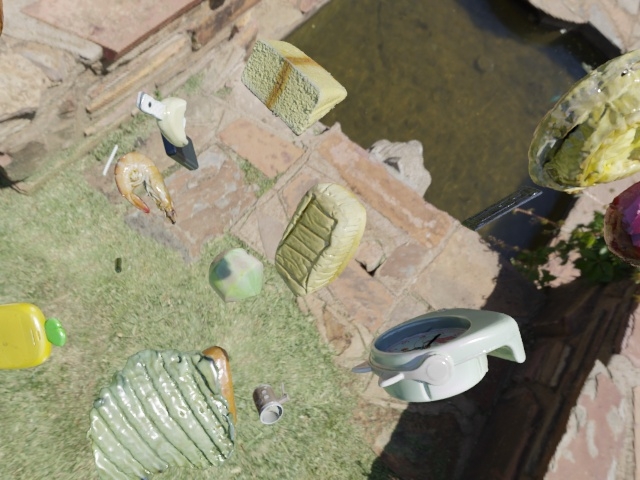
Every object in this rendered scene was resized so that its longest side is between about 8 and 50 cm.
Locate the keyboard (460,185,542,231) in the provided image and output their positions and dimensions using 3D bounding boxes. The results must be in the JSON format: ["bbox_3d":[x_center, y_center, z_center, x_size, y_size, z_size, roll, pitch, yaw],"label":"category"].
[{"bbox_3d":[0.457,-0.082,1.110,0.204,0.061,0.013,-29,116,-6],"label":"keyboard"}]

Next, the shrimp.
[{"bbox_3d":[-0.490,-0.138,1.240,0.133,0.053,0.236,-45,112,-49],"label":"shrimp"}]

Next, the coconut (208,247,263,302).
[{"bbox_3d":[-0.338,0.146,1.809,0.236,0.204,0.235,15,42,-14],"label":"coconut"}]

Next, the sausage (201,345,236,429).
[{"bbox_3d":[-0.323,0.463,1.367,0.109,0.109,0.270,-9,100,-18],"label":"sausage"}]

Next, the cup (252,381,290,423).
[{"bbox_3d":[-0.156,0.485,1.340,0.074,0.099,0.102,33,95,-35],"label":"cup"}]

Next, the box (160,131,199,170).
[{"bbox_3d":[-0.593,-0.394,1.845,0.050,0.230,0.160,-18,80,6],"label":"box"}]

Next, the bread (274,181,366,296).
[{"bbox_3d":[0.000,0.000,0.892,0.140,0.236,0.106,45,34,23],"label":"bread"}]

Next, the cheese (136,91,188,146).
[{"bbox_3d":[-0.401,-0.322,1.128,0.050,0.235,0.127,11,93,9],"label":"cheese"}]

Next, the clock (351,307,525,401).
[{"bbox_3d":[0.235,0.245,0.943,0.324,0.265,0.108,-18,94,-20],"label":"clock"}]

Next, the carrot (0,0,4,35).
[{"bbox_3d":[-0.624,-0.368,0.602,0.307,0.258,0.100,-9,76,-49],"label":"carrot"}]

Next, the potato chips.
[{"bbox_3d":[-0.426,0.489,1.194,0.373,0.097,0.389,-8,98,-10],"label":"potato chips"}]

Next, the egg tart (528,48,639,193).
[{"bbox_3d":[0.476,-0.170,0.708,0.279,0.278,0.095,-5,51,-17],"label":"egg tart"}]

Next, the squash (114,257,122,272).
[{"bbox_3d":[-0.788,0.100,1.708,0.028,0.027,0.083,-9,33,-18],"label":"squash"}]

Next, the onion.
[{"bbox_3d":[0.531,-0.019,0.677,0.150,0.140,0.150,3,104,14],"label":"onion"}]

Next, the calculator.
[{"bbox_3d":[-0.662,0.207,0.943,0.235,0.032,0.146,-8,98,8],"label":"calculator"}]

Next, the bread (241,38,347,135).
[{"bbox_3d":[-0.059,-0.399,1.137,0.240,0.135,0.178,44,34,12],"label":"bread"}]
